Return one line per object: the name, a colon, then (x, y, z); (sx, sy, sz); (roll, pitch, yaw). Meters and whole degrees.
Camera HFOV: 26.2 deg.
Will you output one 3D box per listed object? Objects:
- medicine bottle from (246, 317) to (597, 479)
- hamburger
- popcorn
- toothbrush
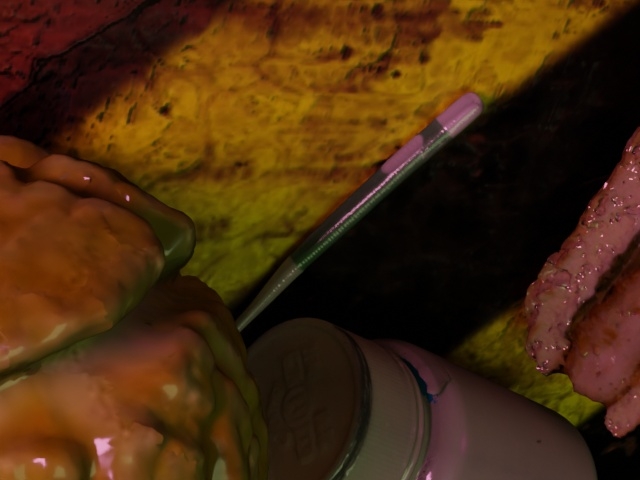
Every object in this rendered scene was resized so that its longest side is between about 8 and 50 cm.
medicine bottle: (0.062, 0.145, 0.906); (0.143, 0.143, 0.258); (-49, 136, 14)
hamburger: (0.241, -0.003, 0.906); (0.131, 0.124, 0.262); (-31, 157, -46)
popcorn: (-0.166, 0.089, 0.654); (0.282, 0.247, 0.282); (-8, 122, -13)
toothbrush: (0.000, 0.000, 0.834); (0.257, 0.018, 0.024); (-42, 130, 8)
